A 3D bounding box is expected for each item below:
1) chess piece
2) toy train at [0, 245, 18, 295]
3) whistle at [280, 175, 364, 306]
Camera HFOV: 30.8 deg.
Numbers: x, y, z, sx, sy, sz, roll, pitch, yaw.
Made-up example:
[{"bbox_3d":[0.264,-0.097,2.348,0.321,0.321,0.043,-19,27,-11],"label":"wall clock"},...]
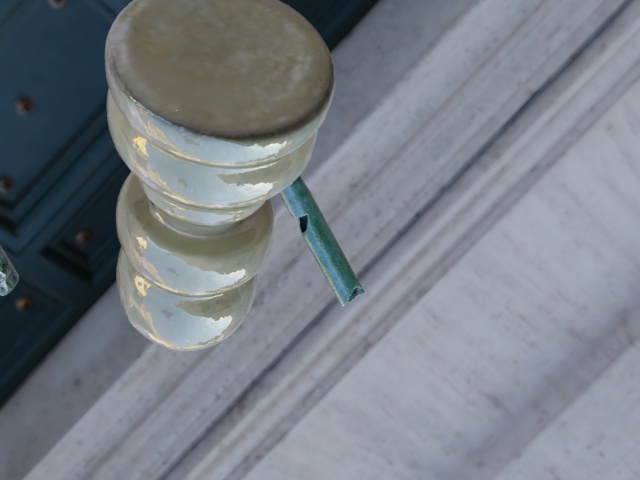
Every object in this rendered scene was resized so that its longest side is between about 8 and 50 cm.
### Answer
[{"bbox_3d":[-0.097,-0.033,0.896,0.167,0.299,0.167,8,-132,-9],"label":"chess piece"},{"bbox_3d":[-0.632,0.072,1.696,0.253,0.397,0.160,31,155,20],"label":"toy train"},{"bbox_3d":[0.000,0.000,1.442,0.186,0.039,0.039,61,180,-25],"label":"whistle"}]
